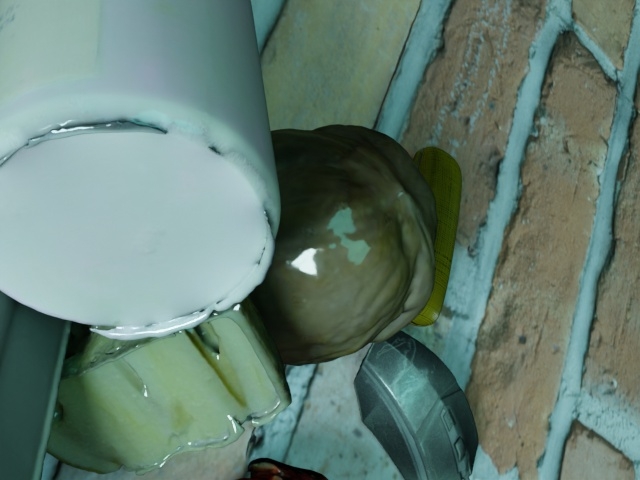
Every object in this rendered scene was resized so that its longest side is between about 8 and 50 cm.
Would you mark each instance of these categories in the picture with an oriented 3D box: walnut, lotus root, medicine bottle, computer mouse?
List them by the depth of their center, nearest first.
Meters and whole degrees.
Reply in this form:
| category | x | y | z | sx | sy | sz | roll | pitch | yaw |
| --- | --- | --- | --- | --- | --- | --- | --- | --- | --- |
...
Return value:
| category | x | y | z | sx | sy | sz | roll | pitch | yaw |
| --- | --- | --- | --- | --- | --- | --- | --- | --- | --- |
| medicine bottle | -0.153 | -0.135 | 0.639 | 0.213 | 0.213 | 0.379 | 23 | 40 | -33 |
| lotus root | -0.139 | 0.101 | 0.683 | 0.119 | 0.234 | 0.138 | 58 | 21 | -33 |
| walnut | 0.001 | 0.002 | 0.796 | 0.248 | 0.248 | 0.248 | 10 | 73 | -37 |
| computer mouse | 0.126 | 0.205 | 0.955 | 0.126 | 0.071 | 0.231 | -41 | 106 | -37 |

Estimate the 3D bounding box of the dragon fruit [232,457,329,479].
| category | x | y | z | sx | sy | sz | roll | pitch | yaw |
| --- | --- | --- | --- | --- | --- | --- | --- | --- | --- |
| dragon fruit | -0.046 | 0.294 | 0.735 | 0.188 | 0.182 | 0.182 | -44 | 113 | -79 |

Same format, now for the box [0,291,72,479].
| category | x | y | z | sx | sy | sz | roll | pitch | yaw |
| --- | --- | --- | --- | --- | --- | --- | --- | --- | --- |
| box | -0.345 | 0.044 | 0.482 | 0.396 | 0.111 | 0.397 | 34 | 35 | -34 |

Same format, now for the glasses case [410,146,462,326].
| category | x | y | z | sx | sy | sz | roll | pitch | yaw |
| --- | --- | --- | --- | --- | --- | --- | --- | --- | --- |
| glasses case | 0.132 | -0.009 | 1.015 | 0.079 | 0.064 | 0.234 | 31 | 61 | -38 |
